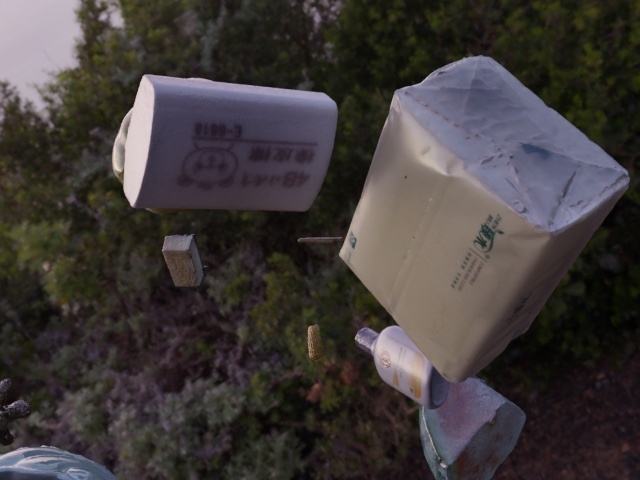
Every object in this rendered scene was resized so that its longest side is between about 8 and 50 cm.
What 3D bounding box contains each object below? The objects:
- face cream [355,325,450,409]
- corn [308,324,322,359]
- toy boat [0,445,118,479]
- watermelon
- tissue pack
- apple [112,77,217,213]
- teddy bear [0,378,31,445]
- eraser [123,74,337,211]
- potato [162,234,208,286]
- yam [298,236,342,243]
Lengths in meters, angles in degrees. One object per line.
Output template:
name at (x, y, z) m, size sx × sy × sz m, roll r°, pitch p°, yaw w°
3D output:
face cream at (0.180, 0.265, 2.017) m, size 0.070 × 0.144 × 0.291 m, roll -4°, pitch 17°, yaw -32°
corn at (-0.014, 0.265, 2.327) m, size 0.037 × 0.092 × 0.037 m, roll -4°, pitch -1°, yaw 0°
toy boat at (-0.346, 0.338, 1.140) m, size 0.199 × 0.290 × 0.100 m, roll -58°, pitch 22°, yaw 30°
watermelon at (0.368, 0.440, 2.171) m, size 0.258 × 0.228 × 0.387 m, roll -5°, pitch 45°, yaw 7°
tissue pack at (0.211, -0.026, 1.280) m, size 0.207 × 0.380 × 0.297 m, roll -29°, pitch 62°, yaw -31°
apple at (-0.234, -0.168, 1.634) m, size 0.279 × 0.279 × 0.279 m, roll -25°, pitch 23°, yaw 11°
teddy bear at (-0.626, 0.336, 1.718) m, size 0.077 × 0.119 × 0.160 m, roll -29°, pitch 12°, yaw 4°
eraser at (-0.121, -0.126, 1.223) m, size 0.270 × 0.174 × 0.095 m, roll 0°, pitch 31°, yaw -32°
potato at (-0.318, 0.050, 2.101) m, size 0.086 × 0.122 × 0.061 m, roll -2°, pitch 34°, yaw 15°
yam at (0.000, 0.000, 1.955) m, size 0.107 × 0.014 × 0.014 m, roll -1°, pitch 33°, yaw 25°
